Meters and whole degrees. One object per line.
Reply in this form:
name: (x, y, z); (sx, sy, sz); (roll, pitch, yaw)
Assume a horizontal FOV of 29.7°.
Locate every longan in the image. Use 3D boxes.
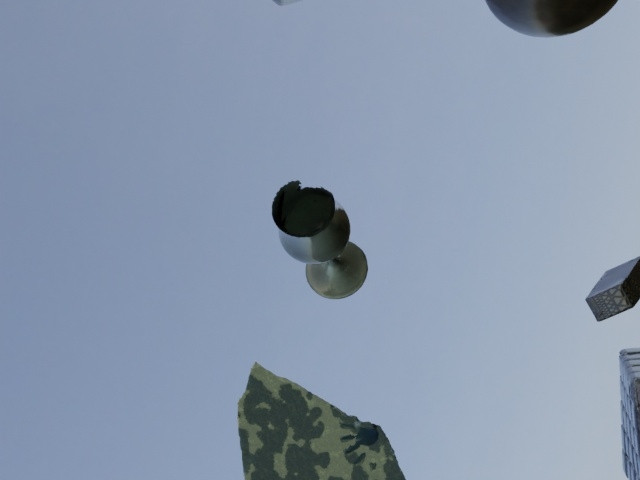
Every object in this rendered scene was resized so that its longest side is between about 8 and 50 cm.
longan: (0.305, -0.369, 1.562); (0.198, 0.198, 0.212); (-28, -55, -55)

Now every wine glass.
wine glass: (0.000, 0.000, 1.330); (0.195, 0.079, 0.079); (63, -135, -66)

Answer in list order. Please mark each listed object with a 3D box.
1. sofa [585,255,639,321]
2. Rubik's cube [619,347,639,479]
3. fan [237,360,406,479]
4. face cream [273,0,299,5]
sofa: (0.405, 0.065, 1.633); (0.039, 0.060, 0.118); (61, -147, -4)
Rubik's cube: (0.634, 0.308, 2.023); (0.237, 0.238, 0.237); (-37, -58, -82)
fan: (0.007, 0.204, 1.021); (0.131, 0.009, 0.240); (-46, -77, -20)
face cream: (0.088, -0.316, 1.181); (0.173, 0.348, 0.081); (126, 124, -73)
